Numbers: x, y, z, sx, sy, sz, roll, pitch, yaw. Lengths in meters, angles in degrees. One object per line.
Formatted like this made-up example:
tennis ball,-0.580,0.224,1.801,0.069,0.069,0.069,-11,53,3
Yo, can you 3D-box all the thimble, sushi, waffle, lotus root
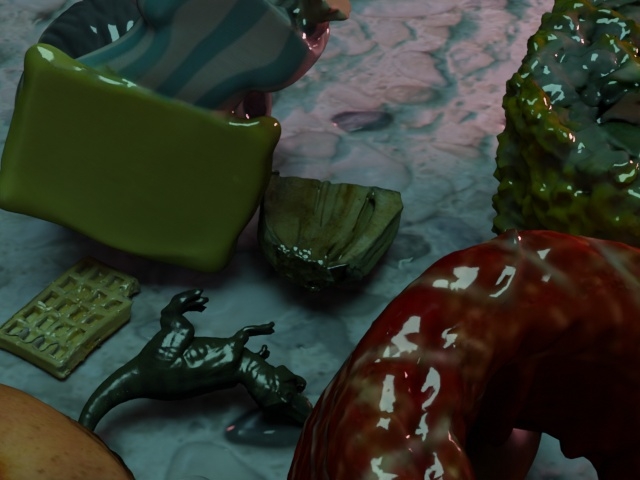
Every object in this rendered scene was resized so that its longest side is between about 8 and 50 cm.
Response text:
thimble,0.155,0.174,0.800,0.350,0.230,0.350,8,62,-14
sushi,0.350,-0.073,1.170,0.351,0.240,0.396,13,38,17
waffle,-0.230,0.069,1.169,0.092,0.021,0.135,22,45,27
lotus root,-0.002,0.003,1.212,0.143,0.070,0.144,13,37,7

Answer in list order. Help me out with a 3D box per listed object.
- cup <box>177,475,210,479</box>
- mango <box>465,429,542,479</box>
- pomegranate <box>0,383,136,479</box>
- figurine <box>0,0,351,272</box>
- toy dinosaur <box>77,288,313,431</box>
cup,-0.076,0.251,0.886,0.133,0.099,0.136,28,46,29
mango,0.115,0.128,1.024,0.133,0.111,0.267,-2,44,12
pomegranate,-0.244,0.232,0.777,0.322,0.322,0.322,0,40,0
figurine,-0.137,-0.201,1.241,0.266,0.361,0.377,32,28,-21
toy dinosaur,-0.104,0.130,1.044,0.187,0.087,0.179,6,39,9
